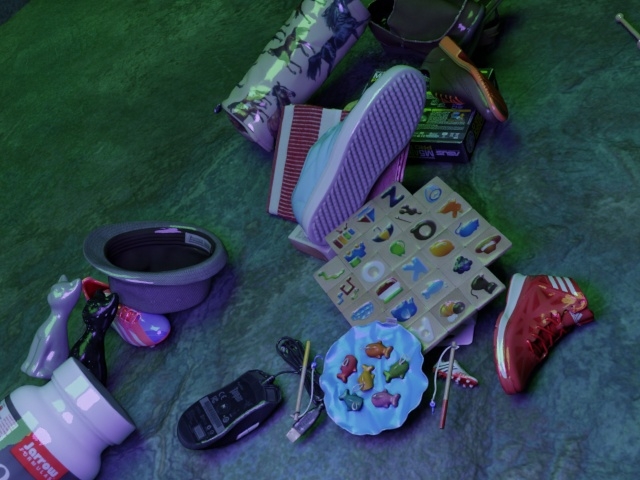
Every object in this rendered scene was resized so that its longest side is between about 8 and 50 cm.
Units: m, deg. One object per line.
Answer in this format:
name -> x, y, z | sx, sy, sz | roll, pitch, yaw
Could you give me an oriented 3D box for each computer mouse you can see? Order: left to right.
computer mouse -> -0.099, 0.292, 1.535 | 0.262, 0.060, 0.184 | -36, 45, -12

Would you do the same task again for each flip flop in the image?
flip flop -> 0.332, -0.437, 1.978 | 0.112, 0.080, 0.277 | 10, 70, 60

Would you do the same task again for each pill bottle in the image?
pill bottle -> -0.512, 0.381, 1.581 | 0.363, 0.210, 0.210 | -42, 41, -10

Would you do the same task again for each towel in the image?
towel -> 0.032, -0.138, 1.804 | 0.329, 0.037, 0.237 | 15, 97, 41

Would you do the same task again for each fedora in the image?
fedora -> -0.320, 0.061, 1.803 | 0.276, 0.124, 0.243 | -4, 29, -17

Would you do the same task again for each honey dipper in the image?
honey dipper -> 0.614, -0.407, 1.803 | 0.030, 0.030, 0.160 | -24, 38, 9

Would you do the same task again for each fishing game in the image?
fishing game -> 0.079, 0.207, 1.435 | 0.264, 0.041, 0.189 | 1, 65, 29

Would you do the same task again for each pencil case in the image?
pencil case -> -0.054, -0.399, 2.037 | 0.410, 0.160, 0.183 | -53, 33, 2

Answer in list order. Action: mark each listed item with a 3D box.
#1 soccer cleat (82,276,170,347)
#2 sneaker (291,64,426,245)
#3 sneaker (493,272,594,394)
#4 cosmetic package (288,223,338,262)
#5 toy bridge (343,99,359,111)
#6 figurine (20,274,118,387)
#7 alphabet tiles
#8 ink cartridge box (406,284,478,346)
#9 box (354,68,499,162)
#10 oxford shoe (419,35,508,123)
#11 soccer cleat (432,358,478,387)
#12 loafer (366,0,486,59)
soccer cleat -> -0.393, 0.141, 1.836 | 0.248, 0.095, 0.083 | 21, 63, 44
sneaker -> 0.047, -0.177, 1.683 | 0.366, 0.135, 0.150 | -56, 45, 16
sneaker -> 0.340, 0.132, 1.391 | 0.128, 0.087, 0.221 | -7, 47, 29
cosmetic package -> 0.000, 0.000, 1.771 | 0.115, 0.041, 0.060 | 23, 65, 44
toy bridge -> 0.069, -0.257, 1.970 | 0.026, 0.063, 0.188 | 10, 56, 39
figurine -> -0.477, 0.179, 1.789 | 0.215, 0.092, 0.209 | 16, 90, 42
alphabet tiles -> 0.148, 0.035, 1.560 | 0.285, 0.011, 0.342 | -39, 44, -1
ink cartridge box -> 0.208, 0.086, 1.538 | 0.104, 0.060, 0.180 | -7, 46, 27
box -> 0.200, -0.257, 1.874 | 0.270, 0.060, 0.216 | 5, 52, 29
oxford shoe -> 0.274, -0.288, 1.775 | 0.098, 0.097, 0.271 | -41, 38, 14
soccer cleat -> 0.212, 0.205, 1.442 | 0.083, 0.029, 0.035 | 9, 59, 44
loafer -> 0.205, -0.469, 1.982 | 0.366, 0.130, 0.133 | 12, 72, 59
